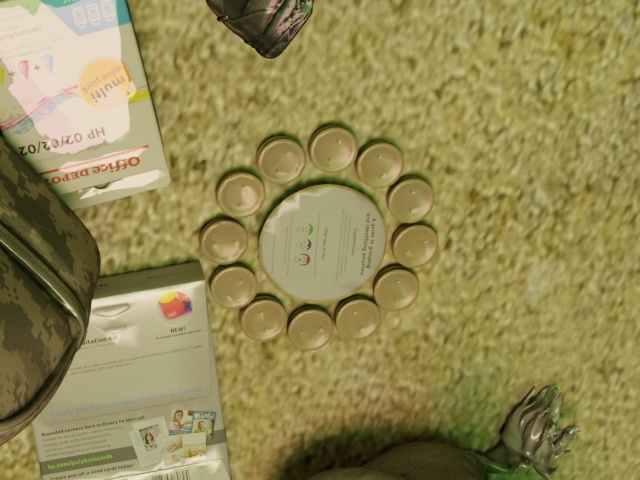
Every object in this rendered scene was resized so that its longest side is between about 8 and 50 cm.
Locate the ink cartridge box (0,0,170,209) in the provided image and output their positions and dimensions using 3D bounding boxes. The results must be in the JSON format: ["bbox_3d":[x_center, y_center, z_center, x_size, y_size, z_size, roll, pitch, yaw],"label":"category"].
[{"bbox_3d":[-0.168,-0.095,1.127,0.104,0.061,0.181,-15,118,-4],"label":"ink cartridge box"}]

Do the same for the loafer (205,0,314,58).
[{"bbox_3d":[-0.011,-0.205,1.110,0.061,0.062,0.170,31,104,-18],"label":"loafer"}]

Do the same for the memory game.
[{"bbox_3d":[0.000,0.000,1.235,0.186,0.012,0.186,-5,115,-10],"label":"memory game"}]

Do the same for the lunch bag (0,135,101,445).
[{"bbox_3d":[-0.305,0.078,1.038,0.305,0.256,0.212,-31,117,20],"label":"lunch bag"}]

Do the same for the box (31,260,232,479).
[{"bbox_3d":[-0.148,0.116,1.244,0.145,0.038,0.186,-10,117,-7],"label":"box"}]

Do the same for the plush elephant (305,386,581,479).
[{"bbox_3d":[0.102,0.286,1.253,0.330,0.255,0.272,-41,116,8],"label":"plush elephant"}]
